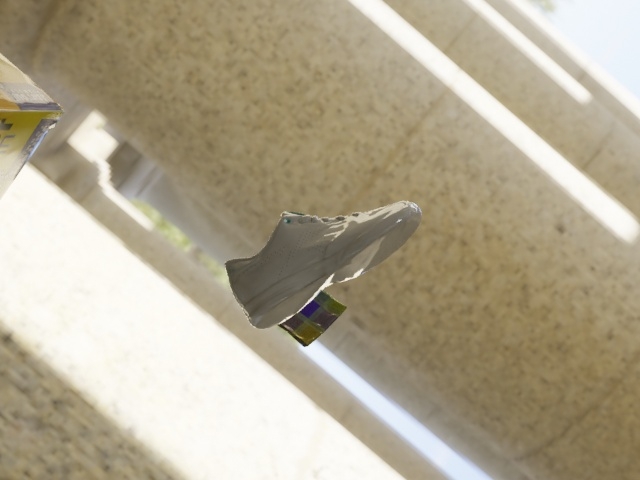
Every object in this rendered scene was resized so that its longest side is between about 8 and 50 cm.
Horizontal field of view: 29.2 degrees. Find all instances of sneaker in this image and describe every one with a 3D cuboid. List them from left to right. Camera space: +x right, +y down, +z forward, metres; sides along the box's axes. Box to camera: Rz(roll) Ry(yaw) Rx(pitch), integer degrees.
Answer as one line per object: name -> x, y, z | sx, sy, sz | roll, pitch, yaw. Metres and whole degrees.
sneaker -> 0.000, 0.000, 1.271 | 0.212, 0.094, 0.080 | -29, 158, -9

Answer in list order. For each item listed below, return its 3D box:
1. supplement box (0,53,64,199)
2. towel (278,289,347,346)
supplement box -> -0.513, -0.185, 1.410 | 0.194, 0.356, 0.195 | -52, 171, 15
towel -> -0.013, 0.096, 1.572 | 0.083, 0.060, 0.009 | -40, 154, -26
